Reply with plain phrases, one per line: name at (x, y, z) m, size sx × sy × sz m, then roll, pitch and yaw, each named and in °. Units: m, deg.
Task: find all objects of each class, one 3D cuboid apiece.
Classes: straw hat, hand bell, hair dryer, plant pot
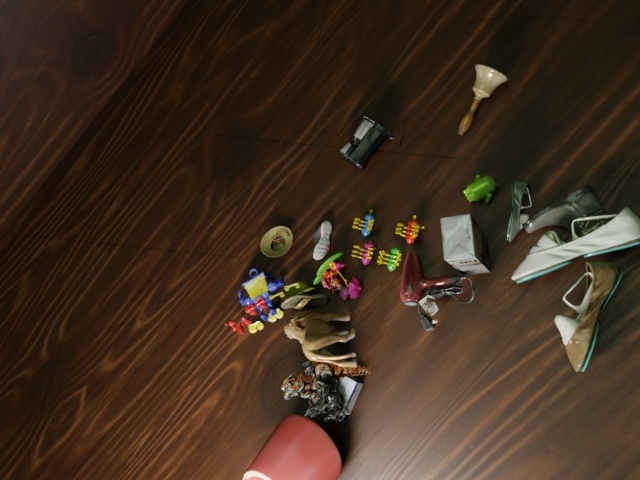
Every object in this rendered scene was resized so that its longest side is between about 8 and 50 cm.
straw hat at (-0.167, 0.019, 2.179) m, size 0.144 × 0.061 × 0.145 m, roll -8°, pitch 58°, yaw 13°
hand bell at (0.561, -0.497, 1.953) m, size 0.126 × 0.126 × 0.242 m, roll 33°, pitch 104°, yaw 31°
hair dryer at (0.376, 0.152, 1.848) m, size 0.223 × 0.080 × 0.294 m, roll -41°, pitch 54°, yaw 6°
plant pot at (-0.105, 0.755, 1.760) m, size 0.274 × 0.243 × 0.275 m, roll 16°, pitch 120°, yaw 31°

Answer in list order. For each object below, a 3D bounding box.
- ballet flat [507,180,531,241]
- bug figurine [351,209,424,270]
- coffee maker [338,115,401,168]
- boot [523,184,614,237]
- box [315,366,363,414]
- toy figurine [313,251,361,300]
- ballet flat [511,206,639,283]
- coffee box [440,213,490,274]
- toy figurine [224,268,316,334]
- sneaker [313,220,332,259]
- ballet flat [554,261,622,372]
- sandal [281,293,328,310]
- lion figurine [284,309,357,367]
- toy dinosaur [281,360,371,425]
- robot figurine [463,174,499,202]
ballet flat at (0.662, -0.098, 1.785) m, size 0.068 × 0.072 × 0.213 m, roll 4°, pitch 77°, yaw 24°
bug figurine at (0.235, -0.002, 1.965) m, size 0.278 × 0.072 × 0.216 m, roll 11°, pitch 75°, yaw 39°
coffee maker at (0.184, -0.362, 2.079) m, size 0.171 × 0.120 × 0.178 m, roll 38°, pitch 94°, yaw 30°
boot at (0.788, -0.050, 1.706) m, size 0.246 × 0.083 × 0.161 m, roll -33°, pitch 73°, yaw 20°
box at (0.061, 0.529, 1.904) m, size 0.137 × 0.072 × 0.126 m, roll 22°, pitch 86°, yaw 31°
toy figurine at (0.074, 0.159, 1.998) m, size 0.159 × 0.130 × 0.173 m, roll 47°, pitch 121°, yaw 20°
ballet flat at (0.765, 0.010, 1.642) m, size 0.400 × 0.139 × 0.139 m, roll -24°, pitch 65°, yaw 28°
coffee box at (0.472, 0.019, 1.744) m, size 0.098 × 0.246 × 0.141 m, roll -9°, pitch 71°, yaw 26°
toy figurine at (-0.223, 0.182, 2.095) m, size 0.362 × 0.191 × 0.217 m, roll -32°, pitch 58°, yaw 14°
sneaker at (0.000, 0.000, 2.114) m, size 0.064 × 0.061 × 0.158 m, roll 6°, pitch 75°, yaw 56°
ballet flat at (0.776, 0.213, 1.600) m, size 0.124 × 0.116 × 0.343 m, roll 23°, pitch 84°, yaw 15°
sandal at (-0.057, 0.236, 2.015) m, size 0.180 × 0.072 × 0.049 m, roll -2°, pitch 51°, yaw -11°
lion figurine at (-0.006, 0.334, 1.871) m, size 0.240 × 0.392 × 0.142 m, roll -1°, pitch 96°, yaw -4°
toy dinosaur at (0.010, 0.488, 1.824) m, size 0.322 × 0.164 × 0.219 m, roll -40°, pitch 41°, yaw 35°
robot figurine at (0.557, -0.181, 1.865) m, size 0.115 × 0.067 × 0.101 m, roll -32°, pitch 55°, yaw 15°
